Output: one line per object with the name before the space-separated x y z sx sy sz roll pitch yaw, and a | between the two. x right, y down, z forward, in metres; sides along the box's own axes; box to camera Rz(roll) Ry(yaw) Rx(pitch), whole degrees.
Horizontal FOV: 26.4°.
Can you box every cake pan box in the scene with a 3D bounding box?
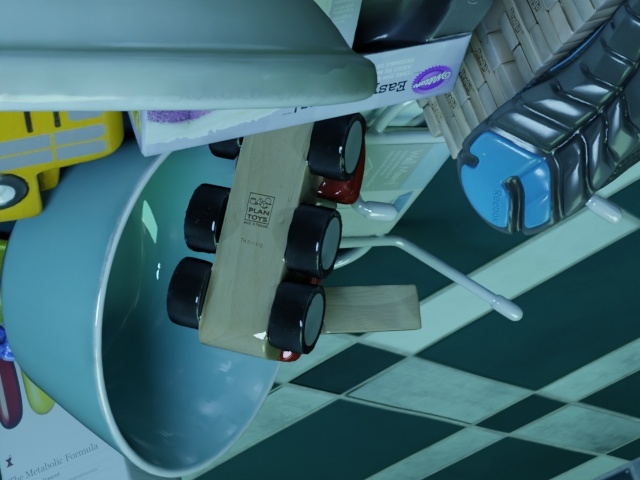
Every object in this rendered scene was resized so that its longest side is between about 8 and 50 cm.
cake pan box | -0.003 -0.177 0.938 0.267 0.070 0.246 -13 151 -18

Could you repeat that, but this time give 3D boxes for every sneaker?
sneaker | 0.250 -0.133 0.987 0.341 0.125 0.139 -29 -173 32

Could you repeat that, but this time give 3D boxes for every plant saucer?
plant saucer | -0.171 -0.121 0.684 0.400 0.101 0.400 1 -171 0

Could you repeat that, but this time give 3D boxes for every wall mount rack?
wall mount rack | 0.114 -0.014 1.398 0.304 0.130 0.350 -2 150 -28

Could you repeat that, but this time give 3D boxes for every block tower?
block tower | 0.184 -0.173 1.103 0.097 0.091 0.335 -18 167 -21

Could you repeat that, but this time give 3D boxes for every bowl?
bowl | -0.159 0.037 1.195 0.163 0.312 0.311 10 166 28

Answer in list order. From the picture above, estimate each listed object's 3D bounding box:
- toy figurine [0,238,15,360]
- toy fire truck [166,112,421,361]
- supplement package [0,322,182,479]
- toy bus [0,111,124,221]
toy figurine | -0.359 0.078 1.183 0.191 0.217 0.362 -23 152 10
toy fire truck | 0.000 0.000 1.173 0.158 0.217 0.246 11 175 16
supplement package | -0.249 0.178 1.408 0.139 0.244 0.134 -25 153 11
toy bus | -0.216 -0.143 0.975 0.130 0.108 0.333 -14 153 -12
